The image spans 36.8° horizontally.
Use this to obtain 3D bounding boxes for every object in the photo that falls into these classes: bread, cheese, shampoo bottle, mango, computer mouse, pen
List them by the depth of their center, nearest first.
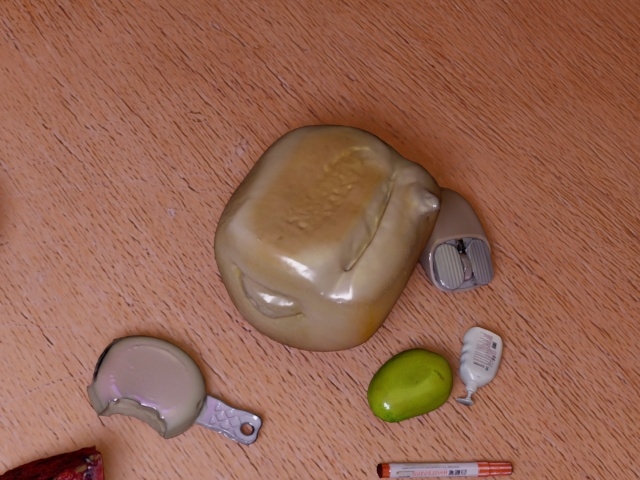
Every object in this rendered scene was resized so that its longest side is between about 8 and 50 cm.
[{"bbox_3d":[-0.231,0.260,1.569,0.286,0.082,0.163,25,55,0],"label":"cheese"},{"bbox_3d":[0.213,0.391,1.641,0.239,0.028,0.028,3,57,-14],"label":"pen"},{"bbox_3d":[0.155,0.248,1.679,0.163,0.089,0.117,-13,62,-22],"label":"mango"},{"bbox_3d":[0.000,0.000,1.698,0.348,0.253,0.376,24,53,6],"label":"bread"},{"bbox_3d":[0.285,0.235,1.752,0.077,0.045,0.152,23,53,-3],"label":"shampoo bottle"},{"bbox_3d":[0.250,-0.008,1.880,0.145,0.082,0.236,-5,58,-19],"label":"computer mouse"}]

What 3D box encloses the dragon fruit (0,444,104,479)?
[{"bbox_3d":[-0.444,0.425,1.351,0.317,0.205,0.152,-27,99,-30],"label":"dragon fruit"}]
